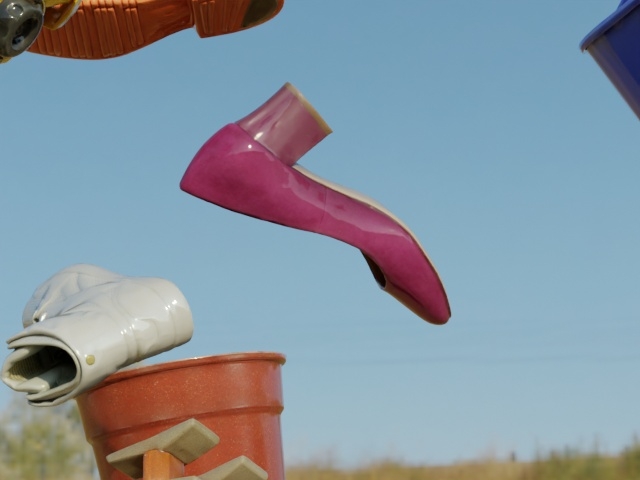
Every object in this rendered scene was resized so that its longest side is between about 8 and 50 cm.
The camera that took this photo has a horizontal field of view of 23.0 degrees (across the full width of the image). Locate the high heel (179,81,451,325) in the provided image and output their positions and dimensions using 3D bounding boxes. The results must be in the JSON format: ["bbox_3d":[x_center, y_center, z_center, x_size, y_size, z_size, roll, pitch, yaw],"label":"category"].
[{"bbox_3d":[0.000,0.000,1.905,0.181,0.377,0.127,-41,16,-5],"label":"high heel"}]

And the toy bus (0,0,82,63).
[{"bbox_3d":[-0.298,-0.284,1.609,0.149,0.220,0.211,36,10,13],"label":"toy bus"}]

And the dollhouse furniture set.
[{"bbox_3d":[-0.096,0.325,1.300,0.135,0.262,0.259,-23,-41,21],"label":"dollhouse furniture set"}]

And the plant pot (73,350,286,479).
[{"bbox_3d":[-0.152,0.291,1.907,0.272,0.265,0.272,-10,-11,-2],"label":"plant pot"}]

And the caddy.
[{"bbox_3d":[0.457,-0.288,1.870,0.241,0.179,0.341,-29,-6,-33],"label":"caddy"}]

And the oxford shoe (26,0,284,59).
[{"bbox_3d":[-0.233,-0.311,1.906,0.364,0.132,0.130,-8,-22,-11],"label":"oxford shoe"}]

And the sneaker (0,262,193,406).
[{"bbox_3d":[-0.283,0.100,1.663,0.169,0.108,0.292,-26,12,-36],"label":"sneaker"}]
